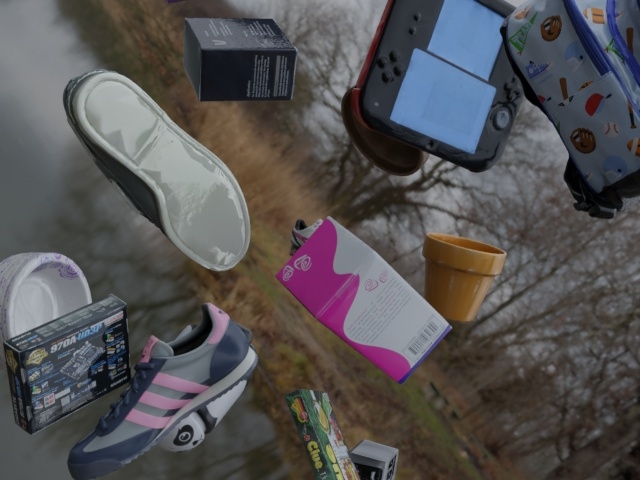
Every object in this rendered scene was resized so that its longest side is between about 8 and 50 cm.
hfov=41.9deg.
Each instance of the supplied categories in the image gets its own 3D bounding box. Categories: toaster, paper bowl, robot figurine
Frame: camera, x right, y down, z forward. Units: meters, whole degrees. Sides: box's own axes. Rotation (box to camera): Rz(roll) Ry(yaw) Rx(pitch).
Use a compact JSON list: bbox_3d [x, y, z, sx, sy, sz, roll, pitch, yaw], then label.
[{"bbox_3d":[0.119,0.601,2.094,0.110,0.168,0.186,11,2,17],"label":"toaster"},{"bbox_3d":[-0.668,0.168,1.917,0.284,0.148,0.284,1,90,-67],"label":"paper bowl"},{"bbox_3d":[-0.241,0.277,1.619,0.174,0.278,0.209,-6,-53,52],"label":"robot figurine"}]

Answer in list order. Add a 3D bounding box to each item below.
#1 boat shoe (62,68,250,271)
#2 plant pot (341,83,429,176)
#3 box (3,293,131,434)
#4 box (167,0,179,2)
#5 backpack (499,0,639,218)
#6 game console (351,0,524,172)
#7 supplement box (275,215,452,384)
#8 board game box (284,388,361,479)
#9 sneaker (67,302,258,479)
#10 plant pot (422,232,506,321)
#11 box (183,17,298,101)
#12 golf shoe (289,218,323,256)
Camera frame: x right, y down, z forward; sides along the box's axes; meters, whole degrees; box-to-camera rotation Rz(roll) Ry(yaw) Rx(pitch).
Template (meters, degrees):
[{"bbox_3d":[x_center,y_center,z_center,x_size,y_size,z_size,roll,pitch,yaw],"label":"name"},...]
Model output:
[{"bbox_3d":[-0.202,-0.086,1.050,0.099,0.116,0.319,21,-24,49],"label":"boat shoe"},{"bbox_3d":[0.168,-0.271,1.878,0.237,0.110,0.237,36,-28,23],"label":"plant pot"},{"bbox_3d":[-0.437,0.215,1.470,0.051,0.220,0.175,24,-56,34],"label":"box"},{"bbox_3d":[-0.133,-0.521,1.617,0.201,0.294,0.057,-62,144,-62],"label":"box"},{"bbox_3d":[0.344,-0.197,0.934,0.263,0.213,0.276,51,44,7],"label":"backpack"},{"bbox_3d":[0.261,-0.337,1.651,0.387,0.341,0.060,17,9,-34],"label":"game console"},{"bbox_3d":[0.061,0.083,1.117,0.114,0.111,0.220,41,-2,45],"label":"supplement box"},{"bbox_3d":[0.027,0.336,1.178,0.259,0.030,0.136,67,13,17],"label":"board game box"},{"bbox_3d":[-0.251,0.214,1.230,0.112,0.319,0.131,11,-47,59],"label":"sneaker"},{"bbox_3d":[0.343,0.096,2.098,0.205,0.187,0.205,12,9,-2],"label":"plant pot"},{"bbox_3d":[-0.137,-0.302,1.386,0.156,0.158,0.093,-119,-149,-53],"label":"box"},{"bbox_3d":[0.000,0.000,1.725,0.186,0.068,0.085,9,-81,47],"label":"golf shoe"}]
